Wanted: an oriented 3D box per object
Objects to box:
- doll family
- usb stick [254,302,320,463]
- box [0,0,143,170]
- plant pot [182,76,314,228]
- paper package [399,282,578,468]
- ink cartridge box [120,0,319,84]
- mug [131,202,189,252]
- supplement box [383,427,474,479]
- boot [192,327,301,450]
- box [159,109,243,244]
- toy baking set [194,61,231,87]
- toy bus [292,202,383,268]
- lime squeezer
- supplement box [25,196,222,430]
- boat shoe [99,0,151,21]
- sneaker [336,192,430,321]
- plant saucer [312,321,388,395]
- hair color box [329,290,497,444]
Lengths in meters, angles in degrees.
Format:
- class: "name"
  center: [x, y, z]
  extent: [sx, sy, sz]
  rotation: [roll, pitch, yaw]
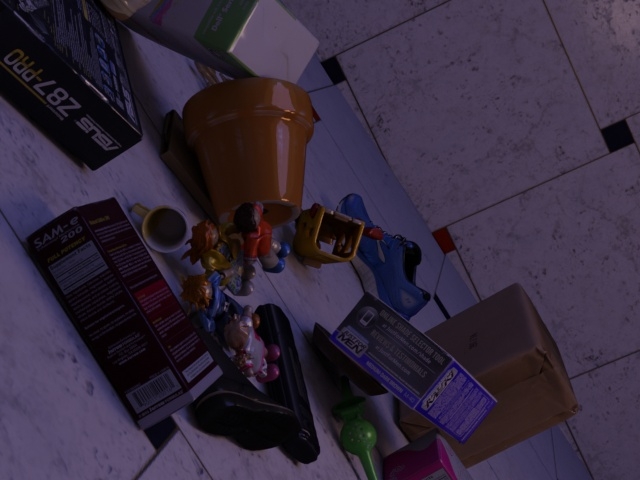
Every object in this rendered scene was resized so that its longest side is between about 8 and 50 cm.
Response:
- class: "doll family"
  center: [-0.129, 0.066, 1.620]
  extent: [0.163, 0.118, 0.263]
  rotation: [54, 33, -56]
- class: "usb stick"
  center: [-0.049, 0.198, 1.727]
  extent: [0.077, 0.045, 0.278]
  rotation: [57, 10, -39]
- class: "box"
  center: [-0.379, -0.318, 1.560]
  extent: [0.318, 0.097, 0.395]
  rotation: [49, 15, -44]
- class: "plant pot"
  center: [-0.105, -0.122, 1.880]
  extent: [0.205, 0.205, 0.188]
  rotation: [35, 44, -61]
- class: "paper package"
  center: [0.312, 0.267, 2.346]
  extent: [0.168, 0.309, 0.325]
  rotation: [57, 13, -16]
- class: "ink cartridge box"
  center: [-0.202, -0.364, 1.919]
  extent: [0.353, 0.119, 0.207]
  rotation: [27, -3, 29]
- class: "mug"
  center: [-0.207, -0.026, 1.618]
  extent: [0.078, 0.062, 0.064]
  rotation: [64, 4, -7]
- class: "supplement box"
  center: [0.207, 0.438, 1.990]
  extent: [0.220, 0.114, 0.111]
  rotation: [56, 12, -14]
- class: "boot"
  center: [-0.104, 0.178, 1.507]
  extent: [0.137, 0.077, 0.198]
  rotation: [60, 10, 32]
- class: "box"
  center: [-0.188, -0.100, 1.951]
  extent: [0.201, 0.021, 0.164]
  rotation: [53, 14, -26]
- class: "toy baking set"
  center: [-0.178, -0.247, 2.337]
  extent: [0.197, 0.030, 0.256]
  rotation: [42, 20, -44]
- class: "toy bus"
  center: [-0.001, -0.002, 2.249]
  extent: [0.202, 0.191, 0.104]
  rotation: [34, 70, -61]
- class: "lime squeezer"
  center: [0.063, 0.294, 1.909]
  extent: [0.110, 0.059, 0.310]
  rotation: [48, 16, -40]
- class: "supplement box"
  center: [-0.210, 0.075, 1.324]
  extent: [0.239, 0.073, 0.130]
  rotation: [59, 12, -1]
- class: "boat shoe"
  center: [-0.324, -0.441, 1.631]
  extent: [0.302, 0.098, 0.109]
  rotation: [53, 11, -22]
- class: "sneaker"
  center: [0.145, 0.029, 2.648]
  extent: [0.330, 0.147, 0.130]
  rotation: [64, 13, 25]
- class: "plant saucer"
  center: [0.044, 0.203, 2.019]
  extent: [0.168, 0.029, 0.168]
  rotation: [44, 1, -1]
- class: "hair color box"
  center: [0.159, 0.215, 1.981]
  extent: [0.185, 0.110, 0.339]
  rotation: [38, -4, 27]
